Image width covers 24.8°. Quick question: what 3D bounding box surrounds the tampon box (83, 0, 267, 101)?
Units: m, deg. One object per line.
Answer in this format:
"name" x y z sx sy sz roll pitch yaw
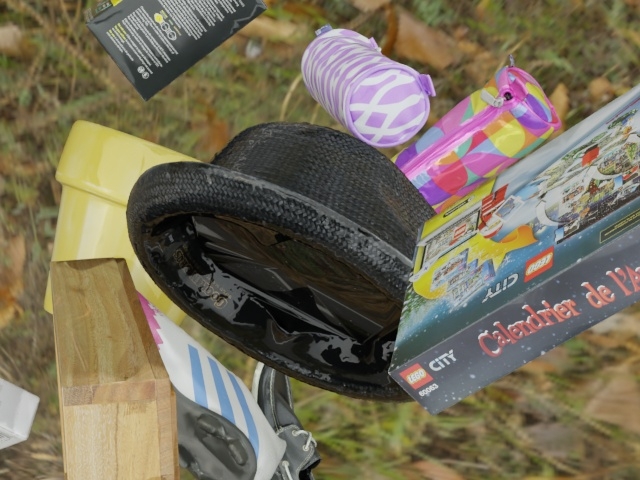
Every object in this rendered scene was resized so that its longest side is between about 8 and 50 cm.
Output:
"tampon box" -0.154 -0.241 1.526 0.161 0.120 0.101 -37 107 0

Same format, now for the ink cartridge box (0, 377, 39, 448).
"ink cartridge box" -0.535 0.199 1.796 0.261 0.296 0.066 32 53 -30

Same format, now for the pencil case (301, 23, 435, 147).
"pencil case" 0.042 -0.150 1.410 0.088 0.206 0.086 -21 113 -5

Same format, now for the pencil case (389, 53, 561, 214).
"pencil case" 0.161 -0.106 1.667 0.236 0.104 0.104 -39 88 27

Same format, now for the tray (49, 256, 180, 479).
"tray" -0.157 0.150 1.090 0.076 0.411 0.202 -4 100 -12

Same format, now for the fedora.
"fedora" 0.000 0.000 1.295 0.334 0.334 0.152 29 61 -4

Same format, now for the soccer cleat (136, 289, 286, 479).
"soccer cleat" -0.173 0.165 1.705 0.331 0.143 0.116 48 110 12

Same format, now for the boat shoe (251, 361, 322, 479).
"boat shoe" -0.034 0.256 1.783 0.079 0.084 0.233 -10 86 21

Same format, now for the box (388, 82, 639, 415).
"box" 0.150 -0.006 0.889 0.044 0.233 0.159 44 33 -20

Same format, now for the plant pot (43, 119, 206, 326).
"plant pot" -0.230 0.002 1.833 0.254 0.254 0.239 20 87 -5
